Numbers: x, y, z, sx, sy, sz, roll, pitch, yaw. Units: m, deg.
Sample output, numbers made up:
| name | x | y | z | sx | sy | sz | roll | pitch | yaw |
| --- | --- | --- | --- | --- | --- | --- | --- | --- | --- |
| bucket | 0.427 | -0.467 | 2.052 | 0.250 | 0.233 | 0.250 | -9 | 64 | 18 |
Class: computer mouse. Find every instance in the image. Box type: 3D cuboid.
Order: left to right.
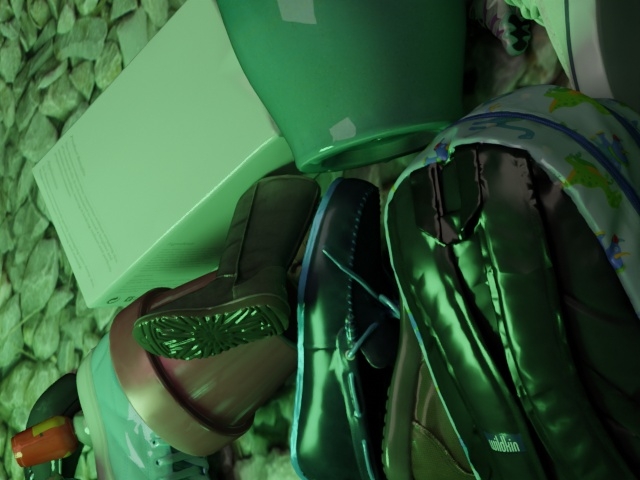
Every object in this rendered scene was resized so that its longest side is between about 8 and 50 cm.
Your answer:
| name | x | y | z | sx | sy | sz | roll | pitch | yaw |
| --- | --- | --- | --- | --- | --- | --- | --- | --- | --- |
| computer mouse | -0.363 | 0.324 | 1.980 | 0.184 | 0.060 | 0.262 | 35 | 111 | 45 |

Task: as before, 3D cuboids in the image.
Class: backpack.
| name | x | y | z | sx | sy | sz | roll | pitch | yaw |
| --- | --- | --- | --- | --- | --- | --- | --- | --- | --- |
| backpack | 0.204 | 0.047 | 1.235 | 0.290 | 0.273 | 0.355 | -16 | 117 | 50 |

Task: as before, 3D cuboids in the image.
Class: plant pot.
| name | x | y | z | sx | sy | sz | roll | pitch | yaw |
| --- | --- | --- | --- | --- | --- | --- | --- | --- | --- |
| plant pot | -0.110 | 0.117 | 1.653 | 0.180 | 0.201 | 0.201 | -35 | 59 | 21 |
| plant pot | 0.032 | -0.212 | 1.489 | 0.271 | 0.271 | 0.255 | -20 | 81 | 44 |

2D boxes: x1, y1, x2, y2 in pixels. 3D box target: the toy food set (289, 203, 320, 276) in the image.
| name | x | y | z | sx | sy | sz | roll | pitch | yaw |
| --- | --- | --- | --- | --- | --- | --- | --- | --- | --- |
| toy food set | 0.000 | 0.000 | 1.660 | 0.078 | 0.019 | 0.122 | 48 | 119 | 39 |

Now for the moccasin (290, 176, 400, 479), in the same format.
| name | x | y | z | sx | sy | sz | roll | pitch | yaw |
| --- | --- | --- | --- | --- | --- | --- | --- | --- | --- |
| moccasin | 0.049 | 0.101 | 1.532 | 0.116 | 0.137 | 0.342 | 11 | 113 | 24 |

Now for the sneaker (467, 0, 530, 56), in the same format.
| name | x | y | z | sx | sy | sz | roll | pitch | yaw |
| --- | --- | --- | --- | --- | --- | --- | --- | --- | --- |
| sneaker | 0.177 | -0.222 | 1.488 | 0.069 | 0.038 | 0.098 | -29 | 55 | 43 |

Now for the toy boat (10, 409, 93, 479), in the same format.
| name | x | y | z | sx | sy | sz | roll | pitch | yaw |
| --- | --- | --- | --- | --- | --- | --- | --- | --- | --- |
| toy boat | -0.293 | 0.340 | 1.822 | 0.267 | 0.148 | 0.318 | 76 | 173 | -50 |

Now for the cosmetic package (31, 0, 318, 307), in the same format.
| name | x | y | z | sx | sy | sz | roll | pitch | yaw |
| --- | --- | --- | --- | --- | --- | --- | --- | --- | --- |
| cosmetic package | -0.156 | -0.104 | 1.722 | 0.385 | 0.156 | 0.217 | -37 | 68 | 34 |

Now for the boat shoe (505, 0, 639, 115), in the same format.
| name | x | y | z | sx | sy | sz | roll | pitch | yaw |
| --- | --- | --- | --- | --- | --- | --- | --- | --- | --- |
| boat shoe | 0.224 | -0.257 | 1.368 | 0.156 | 0.135 | 0.367 | -22 | 67 | 43 |

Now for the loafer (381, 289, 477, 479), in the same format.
| name | x | y | z | sx | sy | sz | roll | pitch | yaw |
| --- | --- | --- | --- | --- | --- | --- | --- | --- | --- |
| loafer | 0.149 | 0.073 | 1.435 | 0.130 | 0.134 | 0.366 | 7 | 97 | 18 |

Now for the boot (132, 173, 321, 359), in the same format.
| name | x | y | z | sx | sy | sz | roll | pitch | yaw |
| --- | --- | --- | --- | --- | --- | --- | --- | --- | --- |
| boot | -0.097 | 0.023 | 1.549 | 0.189 | 0.076 | 0.208 | -10 | 46 | 15 |

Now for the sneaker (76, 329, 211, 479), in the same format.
| name | x | y | z | sx | sy | sz | roll | pitch | yaw |
| --- | --- | --- | --- | --- | --- | --- | --- | --- | --- |
| sneaker | -0.191 | 0.239 | 1.753 | 0.150 | 0.135 | 0.366 | -52 | 52 | 32 |
